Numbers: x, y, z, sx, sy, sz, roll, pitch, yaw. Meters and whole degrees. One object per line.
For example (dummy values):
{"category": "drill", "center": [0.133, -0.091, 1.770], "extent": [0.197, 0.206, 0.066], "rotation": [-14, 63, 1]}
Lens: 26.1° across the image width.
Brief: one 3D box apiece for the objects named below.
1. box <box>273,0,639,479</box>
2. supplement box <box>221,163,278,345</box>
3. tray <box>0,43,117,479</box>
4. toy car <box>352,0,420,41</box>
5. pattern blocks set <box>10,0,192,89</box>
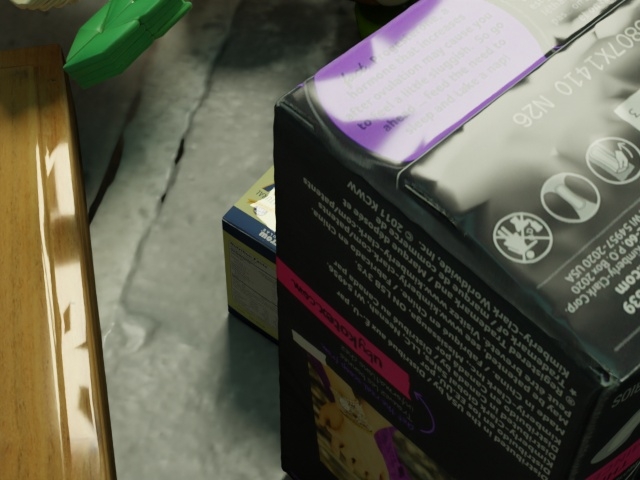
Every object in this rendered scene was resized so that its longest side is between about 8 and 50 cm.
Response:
{"category": "box", "center": [0.087, 0.031, 0.535], "extent": [0.165, 0.270, 0.143], "rotation": [-37, 64, -23]}
{"category": "supplement box", "center": [0.000, 0.000, 0.667], "extent": [0.056, 0.083, 0.083], "rotation": [32, 61, 19]}
{"category": "tray", "center": [-0.195, 0.097, 0.605], "extent": [0.203, 0.076, 0.410], "rotation": [-8, 57, -6]}
{"category": "toy car", "center": [-0.020, -0.202, 0.774], "extent": [0.188, 0.155, 0.149], "rotation": [7, 55, 19]}
{"category": "pattern blocks set", "center": [-0.138, -0.192, 0.714], "extent": [0.285, 0.026, 0.325], "rotation": [-37, 48, -3]}
